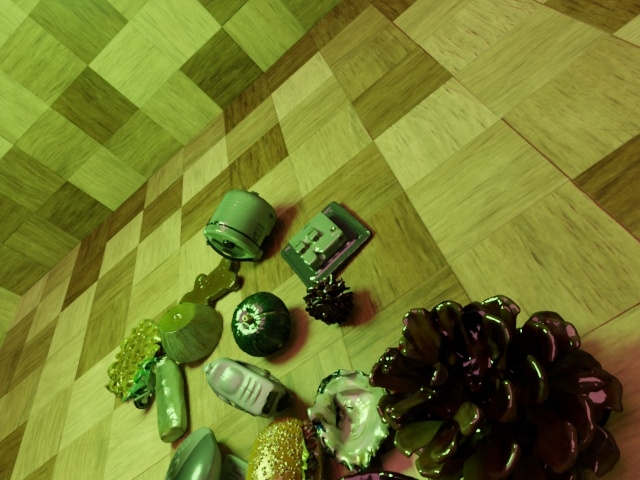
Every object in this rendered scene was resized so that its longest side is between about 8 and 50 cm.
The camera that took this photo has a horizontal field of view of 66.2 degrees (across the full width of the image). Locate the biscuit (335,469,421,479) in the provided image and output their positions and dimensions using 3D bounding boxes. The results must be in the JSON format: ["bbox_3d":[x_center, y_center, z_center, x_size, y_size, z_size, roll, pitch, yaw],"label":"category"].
[{"bbox_3d":[0.061,0.564,0.810,0.407,0.091,0.407,-25,21,11],"label":"biscuit"}]

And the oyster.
[{"bbox_3d":[0.061,0.389,1.092,0.259,0.092,0.198,14,67,45],"label":"oyster"}]

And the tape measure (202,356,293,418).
[{"bbox_3d":[-0.181,0.378,1.262,0.236,0.197,0.120,18,74,31],"label":"tape measure"}]

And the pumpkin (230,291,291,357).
[{"bbox_3d":[-0.172,0.241,1.422,0.190,0.146,0.190,-30,38,27],"label":"pumpkin"}]

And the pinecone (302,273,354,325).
[{"bbox_3d":[0.024,0.154,1.308,0.140,0.140,0.121,-8,42,43],"label":"pinecone"}]

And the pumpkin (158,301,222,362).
[{"bbox_3d":[-0.451,0.289,1.644,0.217,0.110,0.217,-11,51,14],"label":"pumpkin"}]

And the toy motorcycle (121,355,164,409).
[{"bbox_3d":[-0.599,0.479,1.690,0.074,0.106,0.190,-8,50,43],"label":"toy motorcycle"}]

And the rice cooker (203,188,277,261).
[{"bbox_3d":[-0.283,-0.043,1.755,0.226,0.226,0.244,-3,54,45],"label":"rice cooker"}]

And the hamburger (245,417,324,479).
[{"bbox_3d":[-0.076,0.494,1.082,0.172,0.116,0.210,-6,41,9],"label":"hamburger"}]

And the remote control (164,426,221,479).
[{"bbox_3d":[-0.325,0.598,1.234,0.221,0.103,0.332,-64,16,-11],"label":"remote control"}]

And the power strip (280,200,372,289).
[{"bbox_3d":[-0.002,-0.002,1.514,0.257,0.092,0.251,-45,32,-1],"label":"power strip"}]

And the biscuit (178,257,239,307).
[{"bbox_3d":[-0.417,0.188,1.815,0.301,0.049,0.197,-39,38,13],"label":"biscuit"}]

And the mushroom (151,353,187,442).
[{"bbox_3d":[-0.484,0.497,1.579,0.100,0.081,0.312,-43,40,11],"label":"mushroom"}]

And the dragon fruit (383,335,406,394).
[{"bbox_3d":[0.196,0.273,1.048,0.142,0.175,0.138,34,95,24],"label":"dragon fruit"}]

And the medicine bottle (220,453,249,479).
[{"bbox_3d":[-0.193,0.623,1.172,0.201,0.052,0.171,-2,56,47],"label":"medicine bottle"}]

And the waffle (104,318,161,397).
[{"bbox_3d":[-0.704,0.446,1.863,0.325,0.068,0.302,7,64,55],"label":"waffle"}]

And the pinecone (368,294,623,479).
[{"bbox_3d":[0.253,0.244,0.790,0.384,0.384,0.385,-28,40,27],"label":"pinecone"}]
